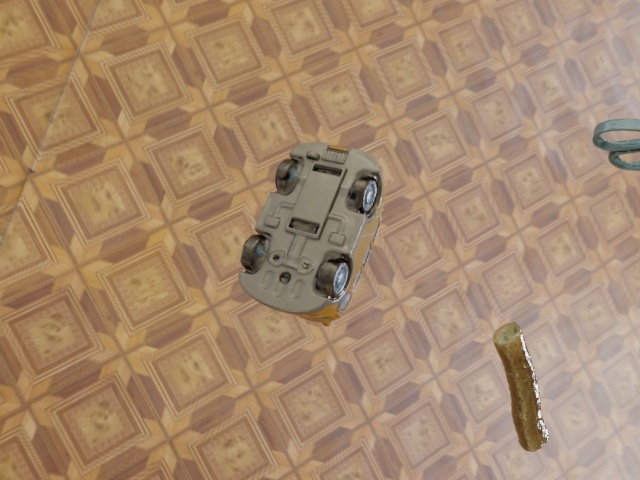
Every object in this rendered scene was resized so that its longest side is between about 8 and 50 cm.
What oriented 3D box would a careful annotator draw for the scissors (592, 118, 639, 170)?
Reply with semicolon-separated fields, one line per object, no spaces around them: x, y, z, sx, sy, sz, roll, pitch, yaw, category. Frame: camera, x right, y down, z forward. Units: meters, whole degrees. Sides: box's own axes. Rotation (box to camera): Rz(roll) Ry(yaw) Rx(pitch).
0.493;-0.133;0.795;0.125;0.256;0.030;29;70;-39;scissors

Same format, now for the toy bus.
0.000;0.000;0.749;0.126;0.136;0.209;15;72;23;toy bus

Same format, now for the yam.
0.397;0.292;1.213;0.066;0.066;0.299;-29;116;-20;yam
